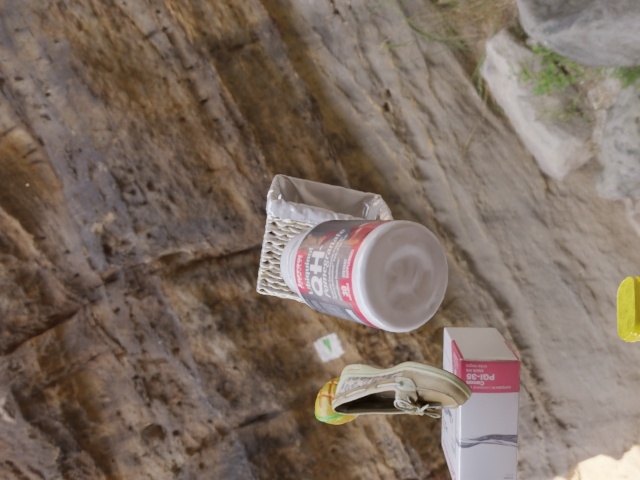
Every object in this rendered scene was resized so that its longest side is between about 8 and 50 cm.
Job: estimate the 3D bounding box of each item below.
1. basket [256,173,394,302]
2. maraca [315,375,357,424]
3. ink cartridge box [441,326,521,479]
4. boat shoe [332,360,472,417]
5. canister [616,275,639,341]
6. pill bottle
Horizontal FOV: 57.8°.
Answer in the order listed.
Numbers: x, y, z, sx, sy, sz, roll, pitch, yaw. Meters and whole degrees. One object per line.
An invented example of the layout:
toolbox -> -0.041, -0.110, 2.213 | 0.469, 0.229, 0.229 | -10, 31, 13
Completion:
basket -> 0.000, 0.000, 1.577 | 0.328, 0.331, 0.266 | -95, 18, -72
maraca -> 0.068, 0.364, 1.368 | 0.099, 0.185, 0.127 | 61, 172, -15
ink cartridge box -> 0.319, 0.340, 1.175 | 0.207, 0.117, 0.283 | -72, -19, -81
boat shoe -> 0.141, 0.283, 1.049 | 0.104, 0.285, 0.089 | 47, -127, -23
canister -> 0.677, 0.147, 1.124 | 0.073, 0.170, 0.126 | 92, -169, -62
pill bottle -> 0.056, 0.051, 1.023 | 0.318, 0.176, 0.176 | 3, 118, 60
